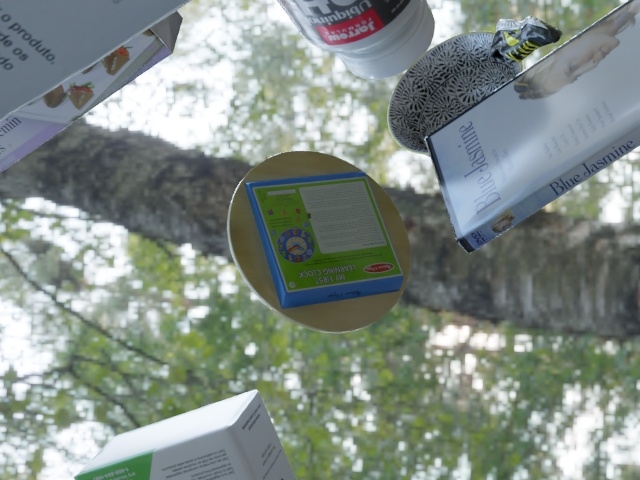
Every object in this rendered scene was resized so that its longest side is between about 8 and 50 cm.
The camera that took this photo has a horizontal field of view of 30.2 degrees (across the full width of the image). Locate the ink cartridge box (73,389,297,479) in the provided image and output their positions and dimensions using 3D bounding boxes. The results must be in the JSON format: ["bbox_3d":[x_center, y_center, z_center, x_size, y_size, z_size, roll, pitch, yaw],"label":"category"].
[{"bbox_3d":[-0.123,0.351,1.390,0.121,0.211,0.289,-48,-62,-72],"label":"ink cartridge box"}]

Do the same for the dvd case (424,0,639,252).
[{"bbox_3d":[0.213,-0.110,1.049,0.022,0.253,0.180,46,-161,-31],"label":"dvd case"}]

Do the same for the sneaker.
[{"bbox_3d":[0.167,-0.160,0.969,0.031,0.083,0.035,22,-91,-22],"label":"sneaker"}]

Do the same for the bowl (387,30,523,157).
[{"bbox_3d":[0.168,-0.147,1.350,0.080,0.170,0.170,44,-130,-41],"label":"bowl"}]

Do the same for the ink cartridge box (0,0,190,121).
[{"bbox_3d":[-0.146,-0.136,0.230,0.324,0.330,0.071,45,-162,-53],"label":"ink cartridge box"}]

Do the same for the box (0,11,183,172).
[{"bbox_3d":[-0.271,-0.139,1.145,0.063,0.324,0.067,46,-150,-27],"label":"box"}]

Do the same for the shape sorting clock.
[{"bbox_3d":[0.000,0.000,1.238,0.040,0.206,0.206,-50,16,53],"label":"shape sorting clock"}]

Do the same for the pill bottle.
[{"bbox_3d":[0.018,-0.332,1.388,0.318,0.176,0.176,47,-132,-50],"label":"pill bottle"}]
